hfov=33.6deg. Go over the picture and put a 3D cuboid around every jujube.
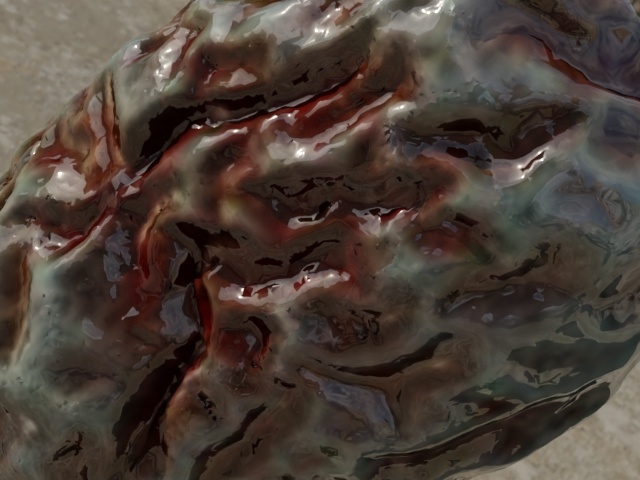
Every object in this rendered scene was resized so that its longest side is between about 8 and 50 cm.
[{"bbox_3d":[0.000,0.000,0.429,0.226,0.317,0.226,41,26,-26],"label":"jujube"}]
